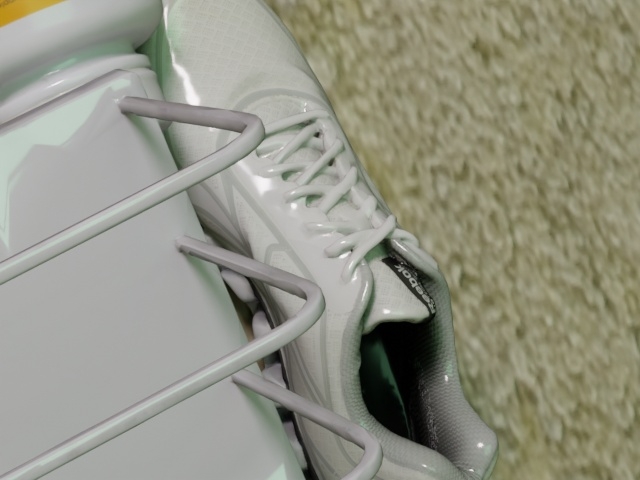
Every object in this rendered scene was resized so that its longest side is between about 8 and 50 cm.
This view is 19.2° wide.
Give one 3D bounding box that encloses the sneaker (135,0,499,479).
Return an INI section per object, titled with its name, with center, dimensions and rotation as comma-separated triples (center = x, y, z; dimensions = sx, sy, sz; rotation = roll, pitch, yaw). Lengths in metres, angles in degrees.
[sneaker]
center = 0.000, 0.000, 0.874
dimensions = 0.110, 0.118, 0.292
rotation = -22, 87, -27

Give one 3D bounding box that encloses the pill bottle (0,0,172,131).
[pill bottle]
center = -0.145, -0.133, 0.833
dimensions = 0.117, 0.117, 0.215
rotation = -23, 88, -29

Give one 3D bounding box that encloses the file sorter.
[file sorter]
center = -0.076, 0.105, 0.722
dimensions = 0.193, 0.173, 0.277
rotation = -28, 110, -20
